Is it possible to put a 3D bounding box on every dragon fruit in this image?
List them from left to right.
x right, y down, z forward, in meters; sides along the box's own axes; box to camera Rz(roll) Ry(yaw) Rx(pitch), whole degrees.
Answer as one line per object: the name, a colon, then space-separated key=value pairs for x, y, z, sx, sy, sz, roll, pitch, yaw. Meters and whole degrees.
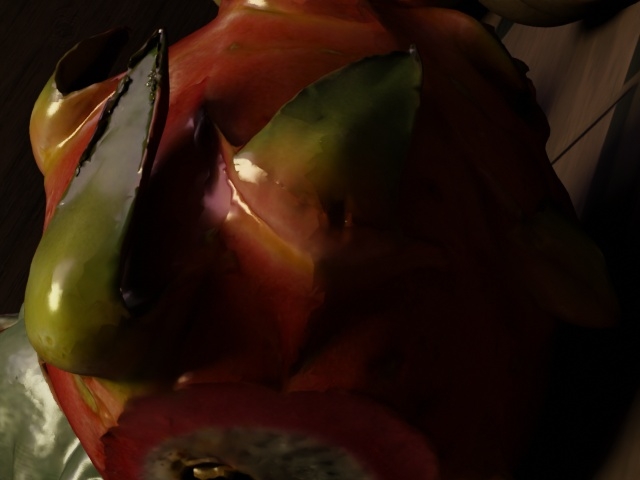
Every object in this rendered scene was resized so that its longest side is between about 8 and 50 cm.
dragon fruit: x=-0.003 y=0.004 z=0.573 sx=0.224 sy=0.224 sz=0.227 roll=-50 pitch=32 yaw=46

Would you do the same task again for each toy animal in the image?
toy animal: x=-0.108 y=0.117 z=0.816 sx=0.236 sy=0.108 sz=0.138 roll=26 pitch=129 yaw=60

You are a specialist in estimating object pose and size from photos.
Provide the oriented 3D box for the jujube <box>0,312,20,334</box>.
jujube: x=-0.199 y=0.192 z=0.995 sx=0.226 sy=0.226 sz=0.317 roll=-47 pitch=18 yaw=54

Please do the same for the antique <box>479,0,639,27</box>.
antique: x=0.122 y=-0.169 z=0.747 sx=0.257 sy=0.121 sz=0.143 roll=-98 pitch=32 yaw=-77

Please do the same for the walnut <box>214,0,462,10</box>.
walnut: x=0.004 y=-0.320 z=1.129 sx=0.381 sy=0.381 sz=0.381 roll=-57 pitch=9 yaw=14
